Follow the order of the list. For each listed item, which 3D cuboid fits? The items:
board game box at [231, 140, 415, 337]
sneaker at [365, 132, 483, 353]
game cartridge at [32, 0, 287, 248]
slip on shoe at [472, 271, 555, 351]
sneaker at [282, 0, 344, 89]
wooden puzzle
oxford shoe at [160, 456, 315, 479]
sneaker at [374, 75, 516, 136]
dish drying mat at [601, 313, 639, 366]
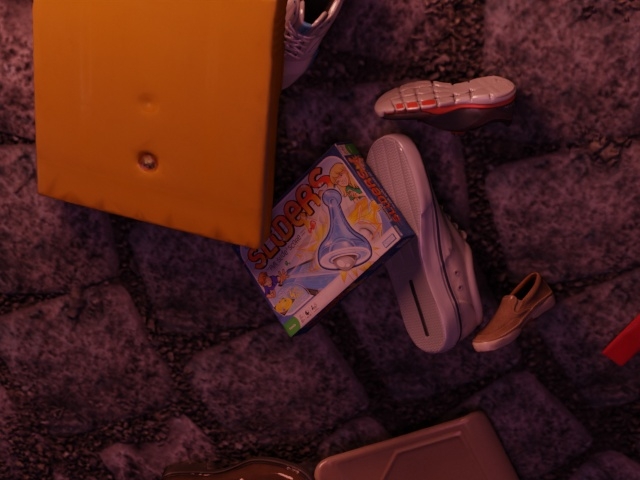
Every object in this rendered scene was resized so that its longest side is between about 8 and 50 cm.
[{"bbox_3d":[0.000,0.000,1.732,0.201,0.035,0.136,-44,72,32],"label":"board game box"},{"bbox_3d":[0.120,-0.002,1.733,0.094,0.091,0.258,-4,103,44],"label":"sneaker"},{"bbox_3d":[-0.182,-0.162,1.673,0.285,0.052,0.323,14,124,11],"label":"game cartridge"},{"bbox_3d":[0.220,0.083,1.743,0.051,0.135,0.041,-1,116,54],"label":"slip on shoe"},{"bbox_3d":[-0.022,-0.235,1.620,0.071,0.083,0.190,25,122,-7],"label":"sneaker"},{"bbox_3d":[0.141,0.336,1.949,0.239,0.044,0.221,-21,114,15],"label":"wooden puzzle"},{"bbox_3d":[-0.113,0.337,1.943,0.227,0.096,0.082,-10,115,21],"label":"oxford shoe"},{"bbox_3d":[0.139,-0.138,1.664,0.158,0.061,0.065,-3,125,11],"label":"sneaker"},{"bbox_3d":[0.375,0.115,1.800,0.032,0.008,0.083,34,120,-10],"label":"dish drying mat"}]
